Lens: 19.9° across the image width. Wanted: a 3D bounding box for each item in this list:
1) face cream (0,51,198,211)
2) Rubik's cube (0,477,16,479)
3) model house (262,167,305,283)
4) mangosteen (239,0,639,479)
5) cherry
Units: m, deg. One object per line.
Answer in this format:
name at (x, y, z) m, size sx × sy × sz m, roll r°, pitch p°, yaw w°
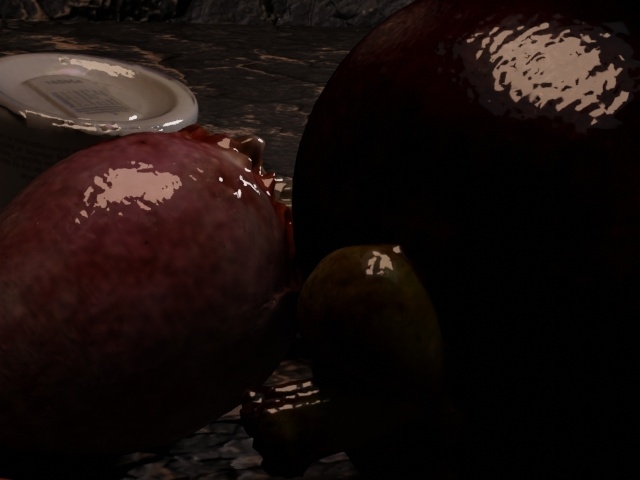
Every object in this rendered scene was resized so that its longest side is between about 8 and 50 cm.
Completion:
face cream at (-0.184, -0.046, 1.358) m, size 0.177 × 0.153 × 0.177 m, roll 7°, pitch 23°, yaw -3°
Rubik's cube at (-0.154, 0.169, 0.583) m, size 0.151 × 0.154 × 0.155 m, roll 5°, pitch 15°, yaw 17°
model house at (-0.005, 0.006, 1.283) m, size 0.188 × 0.122 × 0.229 m, roll 7°, pitch 13°, yaw 13°
mangosteen at (0.115, 0.002, 0.982) m, size 0.297 × 0.297 × 0.293 m, roll 11°, pitch 17°, yaw 33°
cherry at (-0.125, 0.039, 1.049) m, size 0.249 × 0.175 × 0.192 m, roll -27°, pitch 3°, yaw -28°
